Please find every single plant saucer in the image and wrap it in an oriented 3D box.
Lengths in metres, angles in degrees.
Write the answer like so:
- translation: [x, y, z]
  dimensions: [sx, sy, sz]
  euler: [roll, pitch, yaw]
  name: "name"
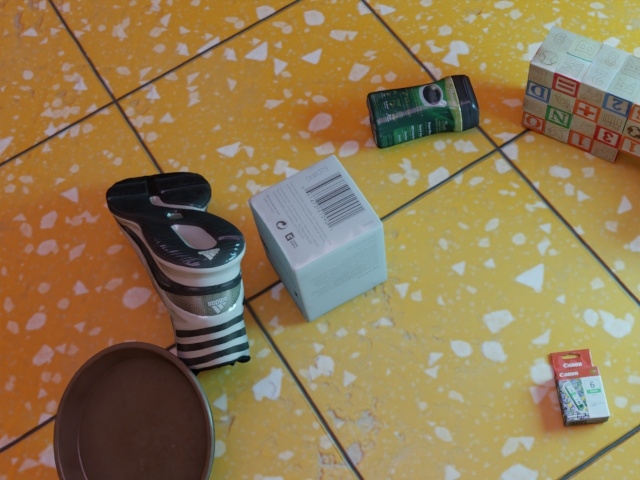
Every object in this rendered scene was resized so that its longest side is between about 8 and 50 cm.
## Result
- translation: [-0.264, 0.285, 1.354]
  dimensions: [0.277, 0.041, 0.278]
  euler: [-4, 81, 25]
  name: "plant saucer"

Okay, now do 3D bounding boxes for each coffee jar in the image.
- translation: [0.175, -0.221, 1.608]
  dimensions: [0.184, 0.079, 0.096]
  euler: [-11, 58, 3]
  name: "coffee jar"

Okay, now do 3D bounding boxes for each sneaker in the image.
- translation: [-0.224, 0.060, 1.460]
  dimensions: [0.169, 0.258, 0.447]
  euler: [-10, 24, -17]
  name: "sneaker"

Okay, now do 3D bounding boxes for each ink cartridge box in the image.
- translation: [0.375, 0.209, 1.371]
  dimensions: [0.062, 0.029, 0.115]
  euler: [-7, 61, 4]
  name: "ink cartridge box"

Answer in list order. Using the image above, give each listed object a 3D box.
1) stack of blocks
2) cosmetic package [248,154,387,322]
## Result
- translation: [0.480, -0.208, 1.506]
  dimensions: [0.297, 0.171, 0.087]
  euler: [26, 68, 19]
  name: "stack of blocks"
- translation: [0.000, 0.000, 1.450]
  dimensions: [0.151, 0.184, 0.151]
  euler: [-28, 61, -9]
  name: "cosmetic package"
